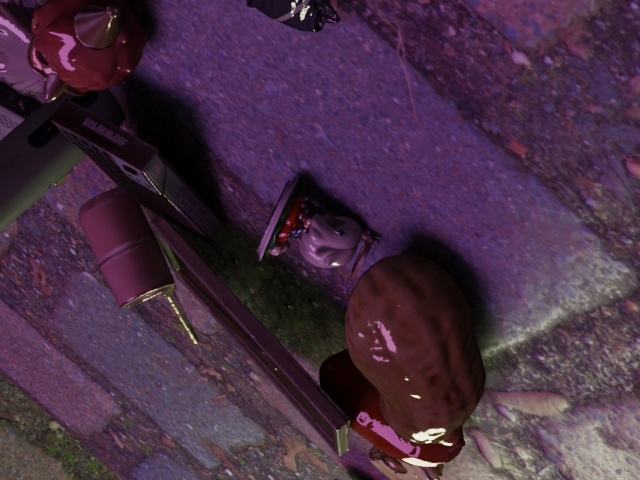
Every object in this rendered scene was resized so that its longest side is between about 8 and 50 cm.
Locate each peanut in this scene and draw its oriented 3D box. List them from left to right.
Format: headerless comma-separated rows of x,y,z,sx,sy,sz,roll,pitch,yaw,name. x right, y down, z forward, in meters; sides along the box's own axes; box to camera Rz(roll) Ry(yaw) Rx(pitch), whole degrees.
0.132,0.165,1.854,0.192,0.169,0.387,28,152,36,peanut

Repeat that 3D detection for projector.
-0.449,-0.114,1.996,0.108,0.337,0.108,31,149,21,projector

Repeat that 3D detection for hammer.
-0.280,0.137,2.519,0.060,0.028,0.195,27,153,36,hammer

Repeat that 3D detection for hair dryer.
-0.337,0.027,2.317,0.189,0.107,0.344,64,172,5,hair dryer

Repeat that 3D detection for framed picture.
-0.109,0.166,2.164,0.446,0.028,0.326,47,170,13,framed picture

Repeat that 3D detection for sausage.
0.110,0.267,2.091,0.258,0.133,0.133,36,154,7,sausage

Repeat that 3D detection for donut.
0.162,0.383,2.271,0.108,0.065,0.166,45,153,-9,donut

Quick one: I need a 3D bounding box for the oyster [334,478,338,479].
0.135,0.552,2.545,0.252,0.087,0.199,26,161,42,oyster

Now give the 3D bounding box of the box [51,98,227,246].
-0.269,-0.096,2.007,0.180,0.047,0.325,29,171,22,box

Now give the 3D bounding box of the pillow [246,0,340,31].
-0.117,-0.346,1.471,0.335,0.092,0.161,32,157,17,pillow

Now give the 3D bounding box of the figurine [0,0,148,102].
-0.342,-0.263,1.817,0.207,0.166,0.387,35,162,-30,figurine

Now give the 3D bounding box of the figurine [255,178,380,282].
0.000,0.000,1.850,0.154,0.132,0.132,25,153,0,figurine

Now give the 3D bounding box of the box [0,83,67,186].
-0.574,-0.219,2.325,0.270,0.045,0.211,28,151,24,box
